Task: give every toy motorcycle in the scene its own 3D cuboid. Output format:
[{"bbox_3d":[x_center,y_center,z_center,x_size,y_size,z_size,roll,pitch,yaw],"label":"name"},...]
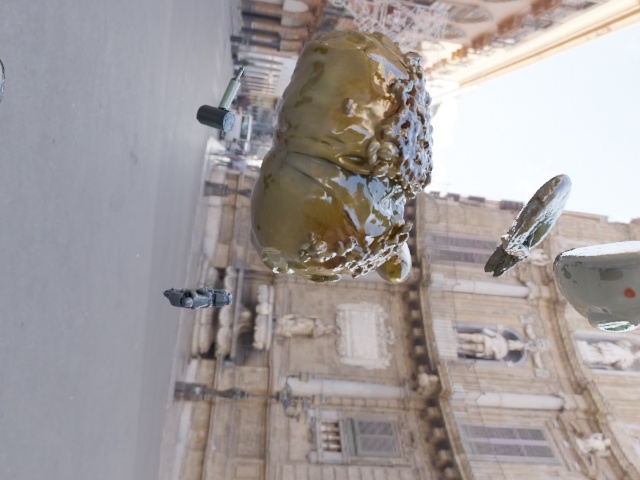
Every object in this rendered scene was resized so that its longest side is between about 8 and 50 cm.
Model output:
[{"bbox_3d":[-0.340,0.157,1.394,0.124,0.193,0.061,-122,-143,-80],"label":"toy motorcycle"}]

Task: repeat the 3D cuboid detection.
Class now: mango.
[{"bbox_3d":[0.152,0.033,1.113,0.115,0.090,0.178,57,9,-31],"label":"mango"}]

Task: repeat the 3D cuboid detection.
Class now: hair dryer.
[{"bbox_3d":[-0.261,-0.402,1.412,0.198,0.100,0.057,-65,159,-7],"label":"hair dryer"}]

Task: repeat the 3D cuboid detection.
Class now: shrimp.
[{"bbox_3d":[0.424,-0.013,1.075,0.077,0.168,0.317,45,-38,26],"label":"shrimp"}]

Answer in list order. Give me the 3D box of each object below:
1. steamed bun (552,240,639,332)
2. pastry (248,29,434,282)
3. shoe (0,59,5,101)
[{"bbox_3d":[0.466,0.072,0.782,0.228,0.177,0.131,-72,153,-88],"label":"steamed bun"},{"bbox_3d":[0.046,-0.093,0.631,0.284,0.184,0.316,5,105,-79],"label":"pastry"},{"bbox_3d":[-0.441,-0.145,0.585,0.077,0.074,0.194,37,74,-51],"label":"shoe"}]
